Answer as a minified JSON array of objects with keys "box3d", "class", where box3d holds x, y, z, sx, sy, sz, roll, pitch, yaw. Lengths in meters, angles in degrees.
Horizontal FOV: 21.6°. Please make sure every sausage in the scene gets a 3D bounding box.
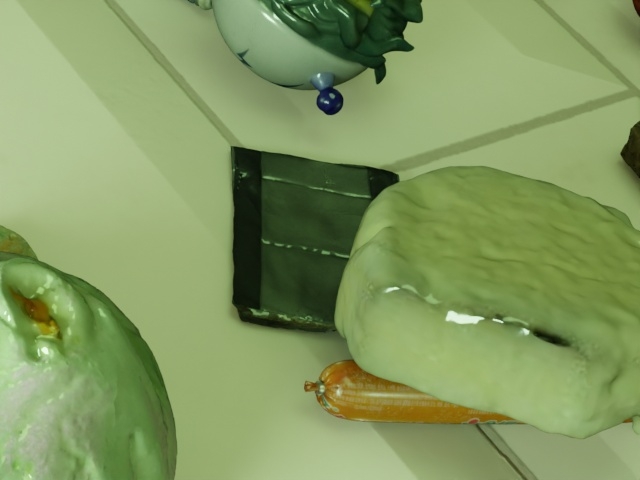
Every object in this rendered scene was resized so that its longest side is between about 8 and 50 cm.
[{"box3d":[0.149,0.130,1.431,0.348,0.053,0.053,3,44,-20],"class":"sausage"}]

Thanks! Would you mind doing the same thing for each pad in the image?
[{"box3d":[0.000,0.001,1.537,0.174,0.022,0.233,8,42,-13],"class":"pad"}]

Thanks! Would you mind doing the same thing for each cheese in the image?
[{"box3d":[0.169,0.051,1.410,0.326,0.115,0.318,-9,35,-33],"class":"cheese"}]

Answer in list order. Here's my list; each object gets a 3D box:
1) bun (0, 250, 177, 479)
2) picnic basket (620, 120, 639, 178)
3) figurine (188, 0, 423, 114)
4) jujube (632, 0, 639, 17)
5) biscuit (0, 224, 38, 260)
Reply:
[{"box3d":[-0.224,0.110,1.177,0.293,0.187,0.293,14,53,-19],"class":"bun"},{"box3d":[0.410,-0.086,1.766,0.193,0.055,0.110,-10,49,-30],"class":"picnic basket"},{"box3d":[-0.052,-0.289,1.707,0.261,0.186,0.382,-4,40,-41],"class":"figurine"},{"box3d":[0.480,-0.285,1.923,0.250,0.174,0.174,21,41,4],"class":"jujube"},{"box3d":[-0.302,0.067,1.334,0.153,0.030,0.234,28,42,1],"class":"biscuit"}]
